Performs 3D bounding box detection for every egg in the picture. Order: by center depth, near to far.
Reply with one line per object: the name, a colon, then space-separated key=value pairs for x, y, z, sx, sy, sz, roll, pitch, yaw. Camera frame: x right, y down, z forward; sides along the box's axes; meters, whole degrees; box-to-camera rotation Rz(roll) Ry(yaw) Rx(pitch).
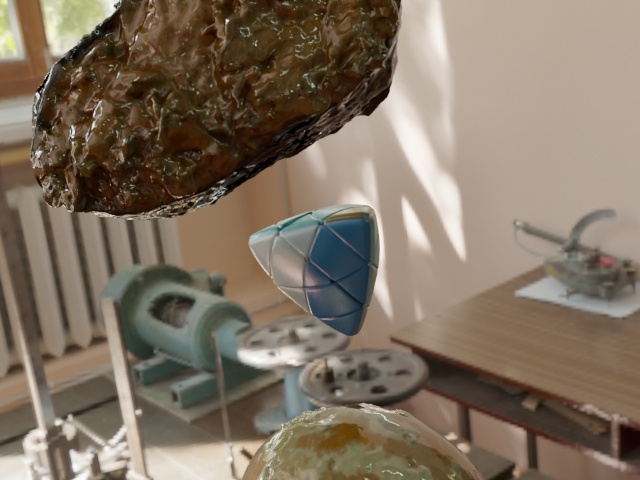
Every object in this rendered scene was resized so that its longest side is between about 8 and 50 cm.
egg: x=0.041 y=0.230 z=0.694 sx=0.233 sy=0.195 sz=0.195 roll=13 pitch=8 yaw=-22

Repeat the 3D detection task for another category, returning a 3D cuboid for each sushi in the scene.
sushi: x=-0.097 y=-0.162 z=0.752 sx=0.348 sy=0.234 sz=0.207 roll=-35 pitch=0 yaw=0

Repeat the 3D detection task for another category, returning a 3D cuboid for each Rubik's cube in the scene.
Rubik's cube: x=0.000 y=0.000 z=1.479 sx=0.254 sy=0.254 sz=0.254 roll=-6 pitch=15 yaw=2
